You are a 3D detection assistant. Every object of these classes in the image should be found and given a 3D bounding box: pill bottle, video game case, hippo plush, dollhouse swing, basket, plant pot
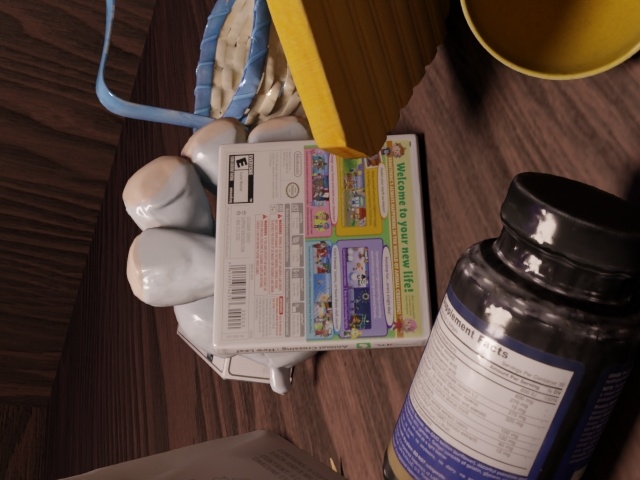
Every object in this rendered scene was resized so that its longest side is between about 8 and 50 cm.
[{"bbox_3d":[0.127,0.075,0.623,0.123,0.123,0.219,-121,45,-61],"label":"pill bottle"},{"bbox_3d":[0.000,0.000,0.918,0.023,0.193,0.212,81,-173,-62],"label":"video game case"},{"bbox_3d":[-0.053,0.019,1.064,0.236,0.294,0.234,84,-162,-60],"label":"hippo plush"},{"bbox_3d":[0.109,-0.274,0.732,0.315,0.305,0.347,-15,29,35],"label":"dollhouse swing"},{"bbox_3d":[-0.115,-0.227,1.172,0.201,0.289,0.254,128,145,-52],"label":"basket"},{"bbox_3d":[0.164,-0.188,0.667,0.095,0.134,0.134,-70,3,-56],"label":"plant pot"}]

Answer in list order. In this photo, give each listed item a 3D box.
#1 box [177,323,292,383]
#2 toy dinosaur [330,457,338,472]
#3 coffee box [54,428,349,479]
[{"bbox_3d":[-0.107,0.075,1.311,0.290,0.087,0.169,-160,80,-70],"label":"box"},{"bbox_3d":[0.012,0.307,0.928,0.211,0.064,0.112,-64,-12,-75],"label":"toy dinosaur"},{"bbox_3d":[-0.071,0.351,0.548,0.338,0.338,0.334,26,109,37],"label":"coffee box"}]
